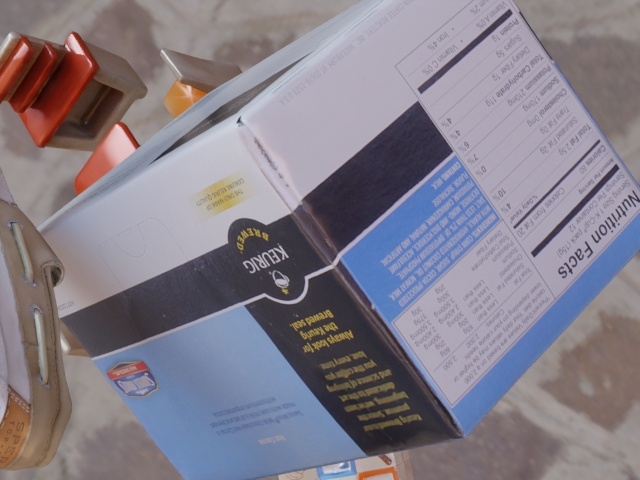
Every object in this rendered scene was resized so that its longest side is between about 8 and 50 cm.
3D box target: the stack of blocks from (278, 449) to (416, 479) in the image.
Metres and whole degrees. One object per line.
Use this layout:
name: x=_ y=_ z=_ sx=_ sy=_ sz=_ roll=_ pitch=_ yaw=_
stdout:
stack of blocks: x=0.060 y=0.303 z=1.752 sx=0.171 sy=0.087 sz=0.297 roll=-12 pitch=86 yaw=14

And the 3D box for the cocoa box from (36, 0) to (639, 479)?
cocoa box: x=0.000 y=0.000 z=1.105 sx=0.231 sy=0.228 sz=0.347 roll=-42 pitch=11 yaw=-32

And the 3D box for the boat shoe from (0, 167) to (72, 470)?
boat shoe: x=-0.219 y=0.030 z=1.028 sx=0.113 sy=0.103 sz=0.302 roll=-49 pitch=32 yaw=27

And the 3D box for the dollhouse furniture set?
dollhouse furniture set: x=-0.187 y=-0.063 z=1.460 sx=0.262 sy=0.135 sz=0.259 roll=-52 pitch=54 yaw=23
